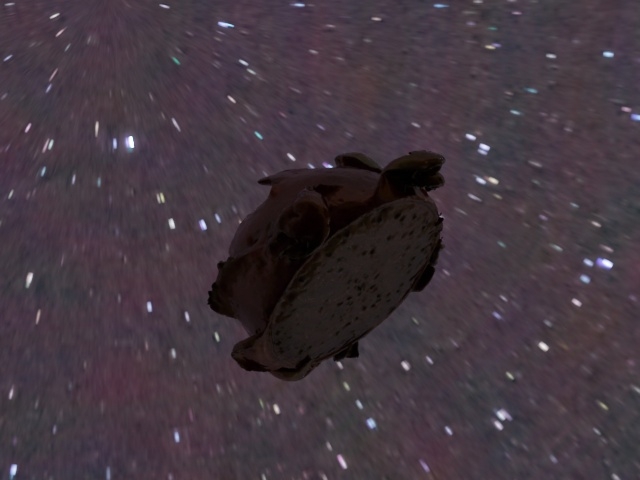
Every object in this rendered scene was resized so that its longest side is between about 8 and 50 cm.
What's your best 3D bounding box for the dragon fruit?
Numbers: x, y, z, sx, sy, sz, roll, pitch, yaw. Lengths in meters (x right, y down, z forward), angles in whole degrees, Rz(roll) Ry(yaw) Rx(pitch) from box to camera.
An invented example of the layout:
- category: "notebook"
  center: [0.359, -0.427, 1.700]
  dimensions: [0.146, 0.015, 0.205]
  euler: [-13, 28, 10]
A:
- category: "dragon fruit"
  center: [-0.003, 0.004, 0.825]
  dimensions: [0.112, 0.126, 0.068]
  euler: [-25, -123, -26]
